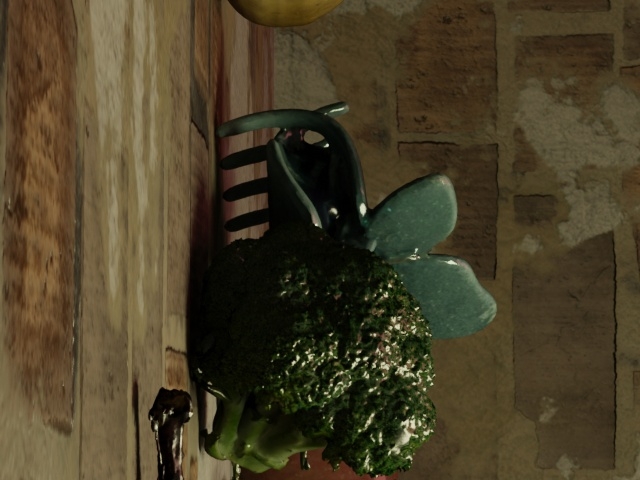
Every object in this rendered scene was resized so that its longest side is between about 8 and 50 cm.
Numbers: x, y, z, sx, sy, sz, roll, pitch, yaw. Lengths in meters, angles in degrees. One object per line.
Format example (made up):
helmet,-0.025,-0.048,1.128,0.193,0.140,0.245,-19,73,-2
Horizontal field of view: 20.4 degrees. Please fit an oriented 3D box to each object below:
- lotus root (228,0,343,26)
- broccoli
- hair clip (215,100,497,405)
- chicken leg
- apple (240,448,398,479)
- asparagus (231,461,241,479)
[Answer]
lotus root,-0.040,-0.348,2.237,0.310,0.183,0.183,84,6,-84
broccoli,-0.008,0.135,1.940,0.283,0.304,0.321,-53,174,28
hair clip,0.000,0.000,2.246,0.318,0.392,0.238,86,-21,-48
chicken leg,-0.116,0.231,1.436,0.106,0.051,0.253,-91,-177,-51
apple,-0.006,0.347,2.597,0.306,0.235,0.306,-1,90,-86
asparagus,-0.116,0.283,2.457,0.018,0.015,0.127,-1,91,-80
